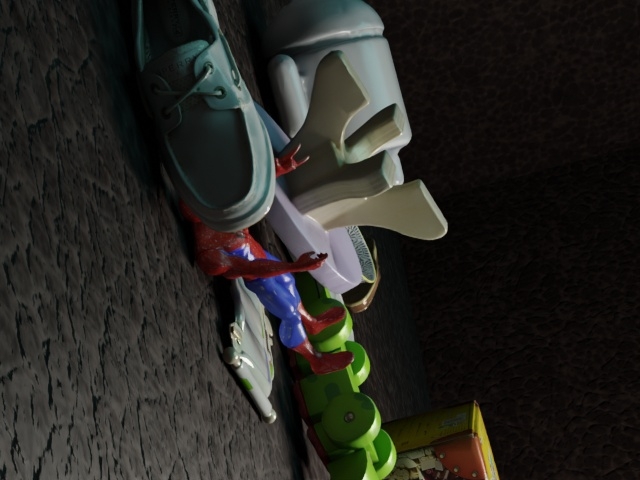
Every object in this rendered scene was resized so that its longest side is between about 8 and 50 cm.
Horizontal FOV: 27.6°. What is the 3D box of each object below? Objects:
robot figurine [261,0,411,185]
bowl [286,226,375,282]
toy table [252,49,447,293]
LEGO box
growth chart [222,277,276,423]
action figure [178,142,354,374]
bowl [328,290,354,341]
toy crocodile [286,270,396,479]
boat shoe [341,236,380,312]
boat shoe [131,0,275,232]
[{"bbox_3d":[0.022,-0.237,2.055,0.300,0.200,0.353,-15,91,-59],"label":"robot figurine"},{"bbox_3d":[0.000,0.000,1.803,0.170,0.080,0.170,57,13,-21],"label":"bowl"},{"bbox_3d":[0.019,-0.083,1.544,0.274,0.161,0.252,52,19,-26],"label":"toy table"},{"bbox_3d":[0.191,0.462,1.961,0.500,0.193,0.372,17,59,-82],"label":"LEGO box"},{"bbox_3d":[-0.075,0.070,1.343,0.172,0.021,0.237,68,10,-49],"label":"growth chart"},{"bbox_3d":[-0.024,0.018,1.257,0.280,0.139,0.091,43,26,-45],"label":"action figure"},{"bbox_3d":[0.011,0.120,1.823,0.142,0.053,0.142,-91,164,-66],"label":"bowl"},{"bbox_3d":[0.011,0.181,1.551,0.115,0.105,0.340,66,7,-52],"label":"toy crocodile"},{"bbox_3d":[0.068,0.063,2.041,0.178,0.064,0.060,-81,154,-59],"label":"boat shoe"},{"bbox_3d":[-0.118,-0.137,1.146,0.096,0.098,0.277,60,8,-65],"label":"boat shoe"}]
